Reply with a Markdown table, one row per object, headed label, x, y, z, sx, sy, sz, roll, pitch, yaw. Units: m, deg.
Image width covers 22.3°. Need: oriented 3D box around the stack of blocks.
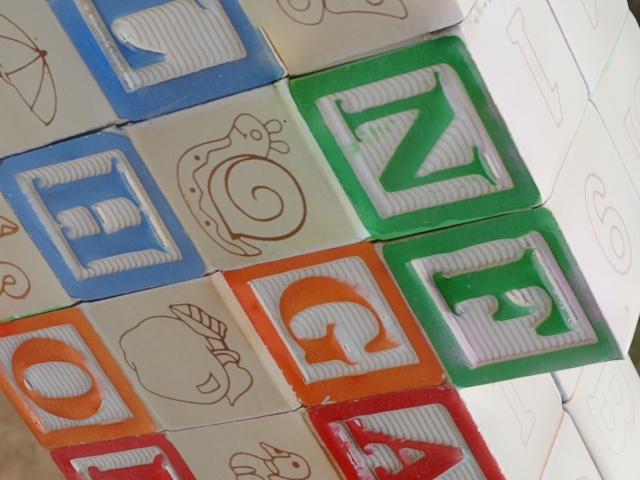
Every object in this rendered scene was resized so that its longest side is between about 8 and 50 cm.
| label | x | y | z | sx | sy | sz | roll | pitch | yaw |
| --- | --- | --- | --- | --- | --- | --- | --- | --- | --- |
| stack of blocks | 0.000 | 0.000 | 0.412 | 0.297 | 0.171 | 0.087 | 61 | 36 | -24 |
